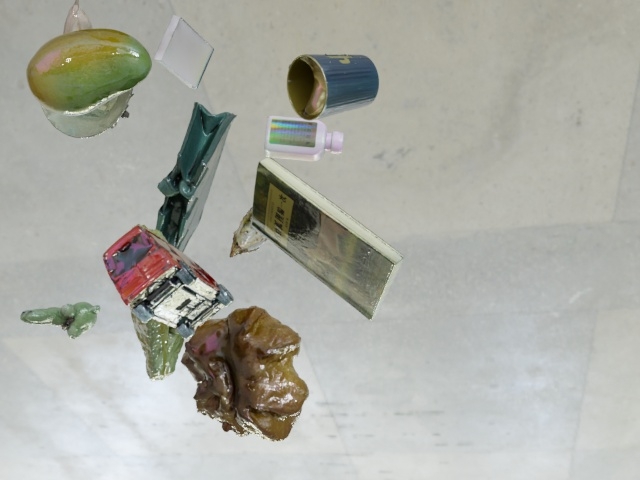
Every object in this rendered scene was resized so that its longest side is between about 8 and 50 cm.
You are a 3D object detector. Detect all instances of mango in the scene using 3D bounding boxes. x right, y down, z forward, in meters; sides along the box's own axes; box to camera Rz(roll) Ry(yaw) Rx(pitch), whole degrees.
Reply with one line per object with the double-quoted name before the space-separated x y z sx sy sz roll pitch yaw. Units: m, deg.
"mango" -0.450 -0.333 1.487 0.250 0.157 0.114 -16 168 16

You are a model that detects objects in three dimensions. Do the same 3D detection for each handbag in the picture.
"handbag" -0.273 -0.098 1.550 0.089 0.239 0.327 20 128 -7

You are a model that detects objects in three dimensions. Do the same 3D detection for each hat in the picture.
"hat" -0.537 -0.369 1.858 0.257 0.258 0.130 -8 178 16

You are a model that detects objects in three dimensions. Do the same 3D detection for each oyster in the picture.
"oyster" -0.130 -0.026 1.483 0.132 0.086 0.029 -26 -175 -15

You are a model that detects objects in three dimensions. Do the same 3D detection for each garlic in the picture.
"garlic" -0.514 -0.434 1.625 0.066 0.152 0.084 13 -175 -28

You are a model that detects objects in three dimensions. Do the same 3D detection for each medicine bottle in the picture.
"medicine bottle" -0.046 -0.283 2.149 0.219 0.115 0.078 6 155 -1

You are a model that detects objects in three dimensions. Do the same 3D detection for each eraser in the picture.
"eraser" -0.288 -0.396 1.630 0.023 0.104 0.150 21 176 23

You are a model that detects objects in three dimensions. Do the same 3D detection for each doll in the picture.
"doll" -0.530 0.163 1.563 0.150 0.078 0.115 7 157 -35

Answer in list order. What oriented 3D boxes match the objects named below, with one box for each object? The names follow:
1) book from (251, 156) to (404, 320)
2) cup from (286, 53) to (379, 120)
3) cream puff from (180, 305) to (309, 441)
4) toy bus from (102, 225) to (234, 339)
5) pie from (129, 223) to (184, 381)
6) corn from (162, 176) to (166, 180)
"book" 0.000 0.000 1.040 0.228 0.024 0.160 37 149 14
"cup" 0.017 -0.330 1.587 0.155 0.176 0.131 -14 127 -35
"cream puff" -0.141 0.237 1.406 0.268 0.241 0.154 1 179 32
"toy bus" -0.185 0.055 0.951 0.081 0.089 0.195 -40 158 1
"pie" -0.259 0.091 1.214 0.089 0.201 0.248 -9 125 -14
"corn" -0.316 -0.119 1.723 0.083 0.028 0.027 19 140 -15
